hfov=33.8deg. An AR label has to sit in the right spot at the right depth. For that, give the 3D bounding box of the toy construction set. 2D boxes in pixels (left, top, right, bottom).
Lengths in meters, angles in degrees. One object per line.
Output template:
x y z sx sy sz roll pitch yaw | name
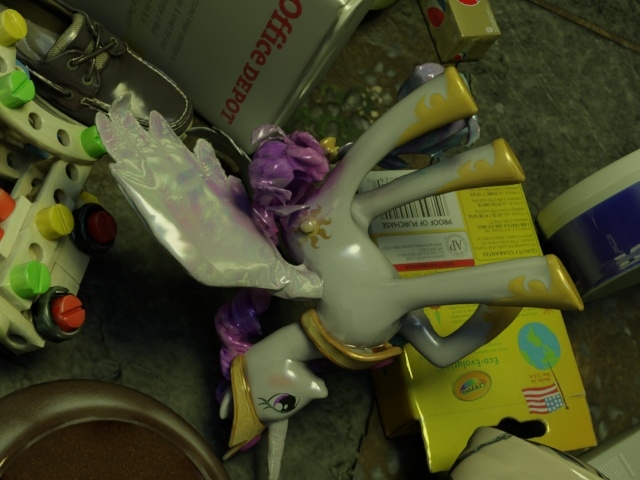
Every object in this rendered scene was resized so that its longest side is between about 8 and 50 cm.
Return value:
-0.292 -0.023 0.913 0.215 0.151 0.328 50 50 -35 | toy construction set

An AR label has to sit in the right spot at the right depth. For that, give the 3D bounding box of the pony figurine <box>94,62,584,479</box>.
0.000 0.000 0.940 0.351 0.363 0.303 63 17 6 | pony figurine

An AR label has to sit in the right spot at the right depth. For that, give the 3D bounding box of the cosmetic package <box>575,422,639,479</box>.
0.294 0.256 1.051 0.238 0.127 0.107 -19 73 -26 | cosmetic package

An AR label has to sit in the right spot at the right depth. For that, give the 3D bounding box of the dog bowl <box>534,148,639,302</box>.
0.374 -0.032 1.137 0.265 0.265 0.104 -17 76 -28 | dog bowl

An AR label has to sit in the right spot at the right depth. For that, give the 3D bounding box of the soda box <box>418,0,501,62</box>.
0.157 -0.312 1.299 0.058 0.061 0.181 -9 70 -24 | soda box

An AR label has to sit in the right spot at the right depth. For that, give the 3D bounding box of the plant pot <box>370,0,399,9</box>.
0.069 -0.455 1.133 0.366 0.353 0.366 20 41 -18 | plant pot

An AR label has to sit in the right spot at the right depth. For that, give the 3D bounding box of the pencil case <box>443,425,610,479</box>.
0.117 0.343 0.848 0.183 0.160 0.410 29 79 15 | pencil case

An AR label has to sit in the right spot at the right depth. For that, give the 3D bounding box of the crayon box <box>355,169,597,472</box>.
0.145 0.081 1.099 0.202 0.081 0.319 -3 67 -23 | crayon box

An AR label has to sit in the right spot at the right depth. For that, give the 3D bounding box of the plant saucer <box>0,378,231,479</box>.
-0.181 0.260 0.861 0.310 0.050 0.311 15 62 -31 | plant saucer

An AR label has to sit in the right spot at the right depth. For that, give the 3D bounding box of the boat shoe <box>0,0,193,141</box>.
-0.255 -0.186 1.056 0.285 0.092 0.103 30 59 -6 | boat shoe

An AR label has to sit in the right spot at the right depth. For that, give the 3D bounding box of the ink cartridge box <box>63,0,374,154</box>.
-0.131 -0.310 1.058 0.384 0.279 0.160 40 57 -1 | ink cartridge box
